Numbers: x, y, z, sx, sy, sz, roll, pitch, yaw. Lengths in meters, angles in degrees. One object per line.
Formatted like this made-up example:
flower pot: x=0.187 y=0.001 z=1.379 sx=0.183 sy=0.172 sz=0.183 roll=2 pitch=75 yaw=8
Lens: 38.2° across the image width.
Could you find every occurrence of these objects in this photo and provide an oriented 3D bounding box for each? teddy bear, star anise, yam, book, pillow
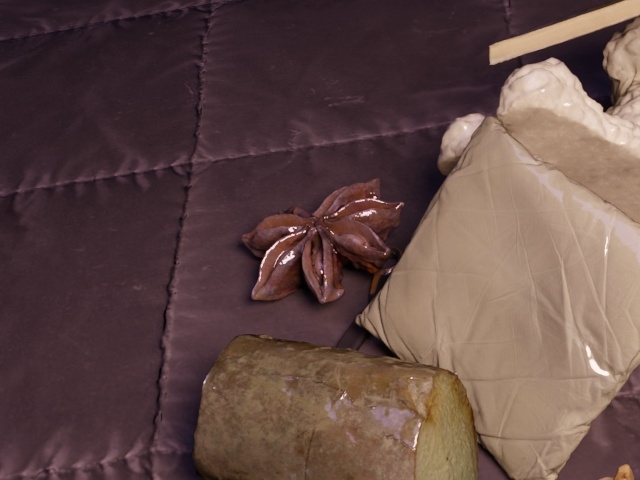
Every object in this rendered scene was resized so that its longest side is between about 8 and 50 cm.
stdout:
teddy bear: x=0.360 y=-0.203 z=1.107 sx=0.375 sy=0.327 sz=0.362 roll=21 pitch=65 yaw=-15
star anise: x=0.005 y=0.008 z=1.122 sx=0.212 sy=0.073 sz=0.197 roll=-16 pitch=37 yaw=10
yam: x=0.012 y=0.180 z=0.880 sx=0.268 sy=0.161 sz=0.161 roll=8 pitch=46 yaw=26
book: x=0.357 y=-0.273 z=1.082 sx=0.289 sy=0.026 sz=0.201 roll=-14 pitch=10 yaw=31
pillow: x=0.190 y=0.059 z=0.908 sx=0.076 sy=0.274 sz=0.281 roll=6 pitch=30 yaw=-47

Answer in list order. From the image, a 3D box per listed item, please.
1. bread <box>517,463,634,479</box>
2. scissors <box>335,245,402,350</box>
bread: x=0.173 y=0.334 z=0.558 sx=0.236 sy=0.183 sz=0.389 roll=9 pitch=74 yaw=17
scissors: x=0.057 y=0.088 z=1.071 sx=0.088 sy=0.017 sz=0.220 roll=14 pitch=49 yaw=29
